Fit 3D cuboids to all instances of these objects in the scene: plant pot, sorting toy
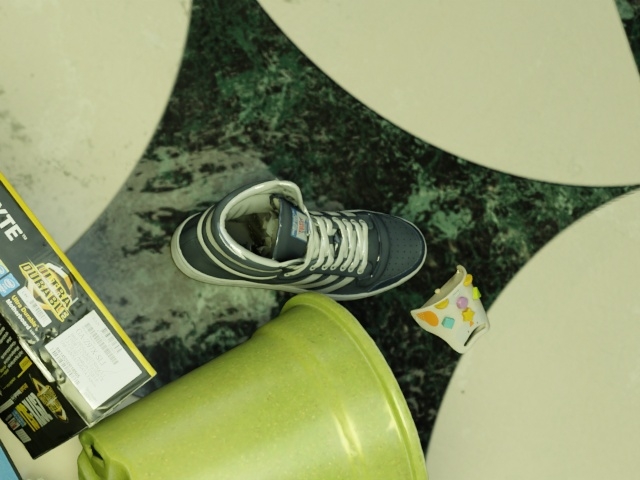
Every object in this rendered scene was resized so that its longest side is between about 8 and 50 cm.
[{"bbox_3d":[-0.077,0.217,1.365,0.254,0.276,0.276,-19,84,-25],"label":"plant pot"},{"bbox_3d":[0.155,0.082,1.625,0.083,0.045,0.075,-43,112,-24],"label":"sorting toy"}]

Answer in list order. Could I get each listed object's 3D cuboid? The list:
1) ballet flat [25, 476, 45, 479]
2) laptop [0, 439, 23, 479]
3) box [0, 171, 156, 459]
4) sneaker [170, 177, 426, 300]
[{"bbox_3d":[-0.267,0.426,1.341,0.147,0.147,0.408,-2,74,-21],"label":"ballet flat"},{"bbox_3d":[-0.470,0.196,1.196,0.382,0.236,0.408,-30,116,-12],"label":"laptop"},{"bbox_3d":[-0.283,0.061,1.306,0.079,0.322,0.257,-40,91,-23],"label":"box"},{"bbox_3d":[0.000,0.000,1.520,0.282,0.153,0.099,1,76,-20],"label":"sneaker"}]
